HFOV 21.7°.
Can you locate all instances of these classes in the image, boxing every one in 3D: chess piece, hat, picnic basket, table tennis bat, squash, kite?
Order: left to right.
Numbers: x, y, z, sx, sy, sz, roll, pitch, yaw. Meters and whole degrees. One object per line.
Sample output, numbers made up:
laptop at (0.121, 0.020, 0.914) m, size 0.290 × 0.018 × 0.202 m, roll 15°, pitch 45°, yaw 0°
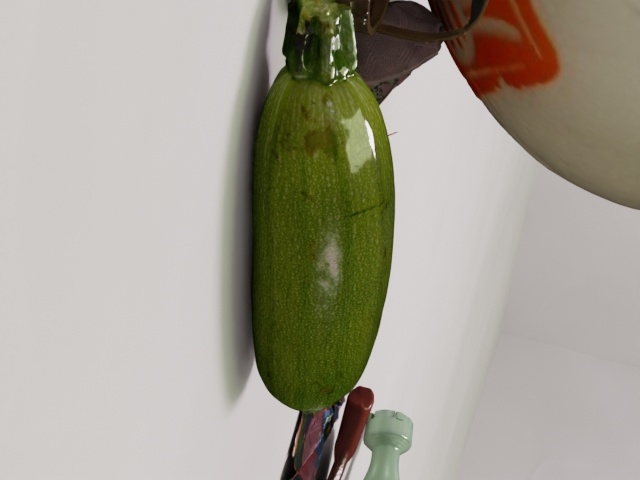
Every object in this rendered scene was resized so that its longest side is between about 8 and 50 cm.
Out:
squash at (0.000, 0.000, 0.762) m, size 0.252 × 0.066 × 0.066 m, roll 92°, pitch 16°, yaw -50°
kite at (0.010, 0.093, 1.122) m, size 0.234 × 0.016 × 0.321 m, roll 61°, pitch 45°, yaw -77°
table tennis bat at (0.012, 0.166, 1.223) m, size 0.098 × 0.019 × 0.155 m, roll -64°, pitch 173°, yaw -51°
hat at (0.026, -0.094, 0.884) m, size 0.087 × 0.042 × 0.058 m, roll -40°, pitch -176°, yaw 40°
chess piece at (0.053, 0.198, 1.423) m, size 0.067 × 0.067 × 0.103 m, roll 91°, pitch 6°, yaw -55°
picnic basket at (0.034, -0.119, 0.718) m, size 0.072 × 0.083 × 0.072 m, roll 15°, pitch 90°, yaw -82°

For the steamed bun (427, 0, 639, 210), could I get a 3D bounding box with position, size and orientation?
steamed bun at (0.170, -0.199, 0.895) m, size 0.374 × 0.241 × 0.374 m, roll 4°, pitch 90°, yaw -88°
